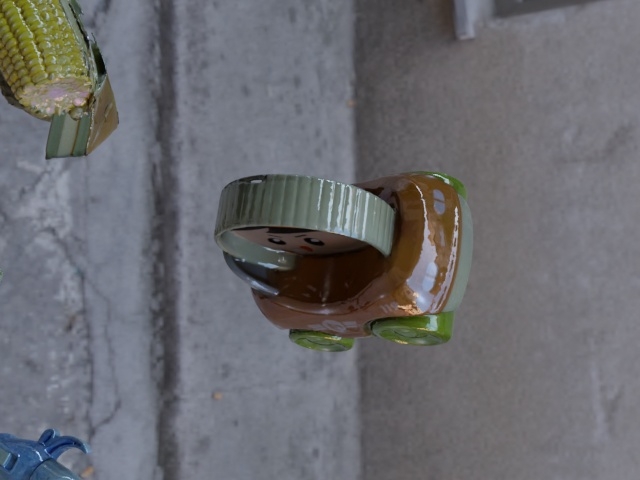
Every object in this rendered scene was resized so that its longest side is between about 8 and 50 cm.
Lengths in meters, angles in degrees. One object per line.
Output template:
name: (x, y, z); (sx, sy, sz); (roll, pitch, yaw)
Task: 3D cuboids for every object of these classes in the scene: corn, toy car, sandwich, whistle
corn: (-0.369, -0.287, 1.354); (0.123, 0.122, 0.305); (-12, 71, -42)
toy car: (0.000, 0.000, 0.958); (0.235, 0.235, 0.145); (35, 58, -54)
sandwich: (-0.389, -0.207, 1.737); (0.163, 0.079, 0.114); (-68, 151, -65)
whistle: (-0.494, 0.410, 1.915); (0.180, 0.269, 0.093); (-59, 156, -8)

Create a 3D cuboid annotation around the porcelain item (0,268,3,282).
porcelain item: (-0.579, 0.020, 1.586); (0.253, 0.252, 0.253); (14, 74, -59)
